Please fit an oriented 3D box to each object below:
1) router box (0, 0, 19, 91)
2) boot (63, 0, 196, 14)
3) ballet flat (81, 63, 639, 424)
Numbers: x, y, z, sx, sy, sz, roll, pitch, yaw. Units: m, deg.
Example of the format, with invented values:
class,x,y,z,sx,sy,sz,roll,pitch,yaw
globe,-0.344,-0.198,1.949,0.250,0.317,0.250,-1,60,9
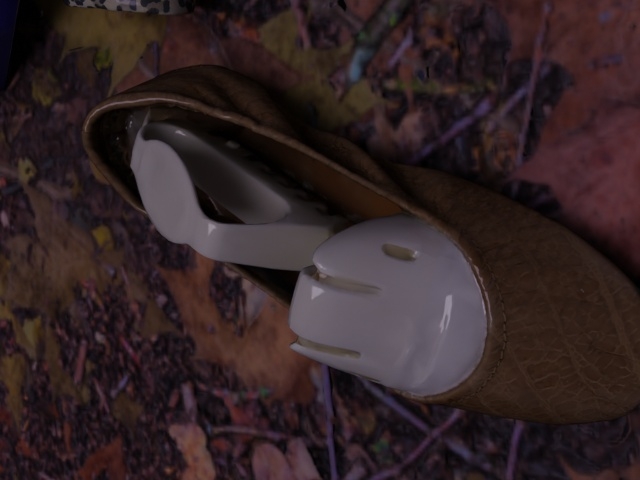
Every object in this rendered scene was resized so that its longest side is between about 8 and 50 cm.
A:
class,x,y,z,sx,sy,sz,roll,pitch,yaw
router box,-0.267,-0.282,0.797,0.301,0.082,0.335,65,156,13
boot,-0.154,-0.232,0.794,0.236,0.085,0.179,16,110,40
ballet flat,0.000,0.000,0.664,0.342,0.124,0.116,34,118,33
